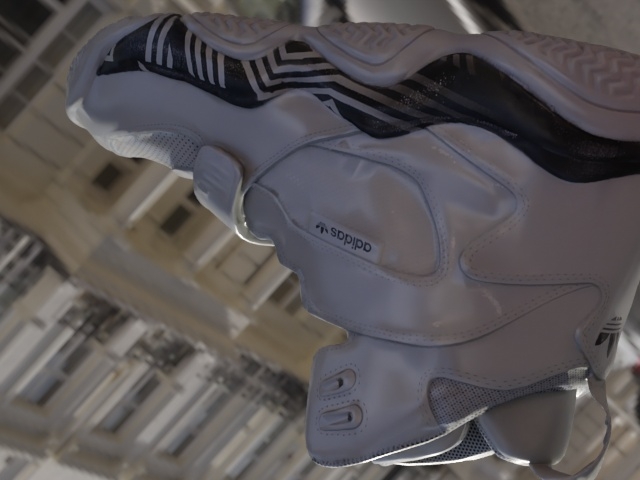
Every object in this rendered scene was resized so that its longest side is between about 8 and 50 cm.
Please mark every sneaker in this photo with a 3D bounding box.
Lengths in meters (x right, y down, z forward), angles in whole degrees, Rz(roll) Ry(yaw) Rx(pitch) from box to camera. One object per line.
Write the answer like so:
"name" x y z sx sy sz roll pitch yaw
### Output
"sneaker" 0.000 0.000 0.669 0.365 0.210 0.137 8 178 32
